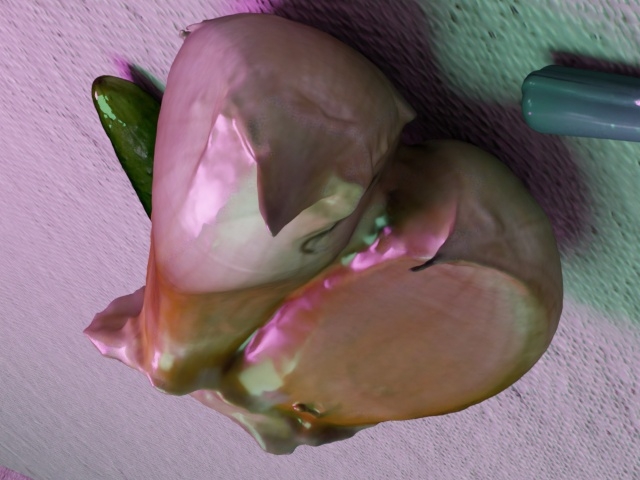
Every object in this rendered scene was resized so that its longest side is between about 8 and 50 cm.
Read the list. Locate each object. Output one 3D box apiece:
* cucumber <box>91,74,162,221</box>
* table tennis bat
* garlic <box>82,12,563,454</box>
[{"bbox_3d":[-0.116,-0.047,1.290,0.056,0.056,0.250,21,156,27],"label":"cucumber"},{"bbox_3d":[0.206,-0.060,0.830,0.237,0.038,0.149,12,153,36],"label":"table tennis bat"},{"bbox_3d":[0.000,0.000,1.015,0.286,0.249,0.313,45,141,10],"label":"garlic"}]
